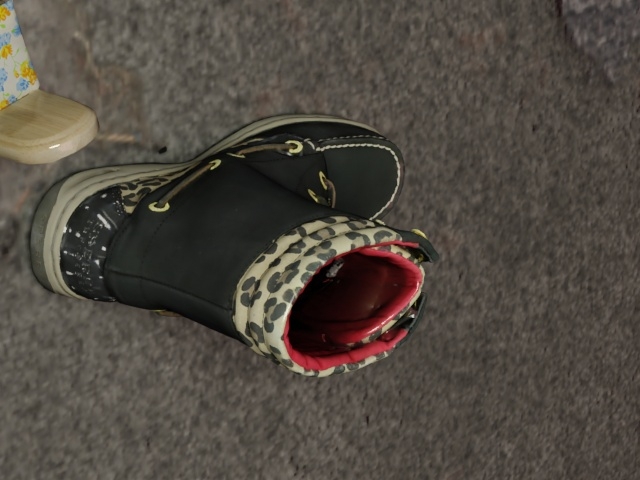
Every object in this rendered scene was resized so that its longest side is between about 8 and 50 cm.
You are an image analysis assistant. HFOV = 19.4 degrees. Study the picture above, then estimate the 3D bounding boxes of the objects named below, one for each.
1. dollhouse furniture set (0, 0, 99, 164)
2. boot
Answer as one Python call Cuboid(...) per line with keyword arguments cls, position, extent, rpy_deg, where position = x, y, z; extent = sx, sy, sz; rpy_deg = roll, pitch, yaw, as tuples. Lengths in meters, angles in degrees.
Cuboid(cls="dollhouse furniture set", position=(-0.123, -0.136, 0.761), extent=(0.242, 0.161, 0.212), rpy_deg=(-37, 128, -33))
Cuboid(cls="boot", position=(-0.001, 0.002, 0.925), extent=(0.236, 0.178, 0.085), rpy_deg=(-15, 114, -43))
